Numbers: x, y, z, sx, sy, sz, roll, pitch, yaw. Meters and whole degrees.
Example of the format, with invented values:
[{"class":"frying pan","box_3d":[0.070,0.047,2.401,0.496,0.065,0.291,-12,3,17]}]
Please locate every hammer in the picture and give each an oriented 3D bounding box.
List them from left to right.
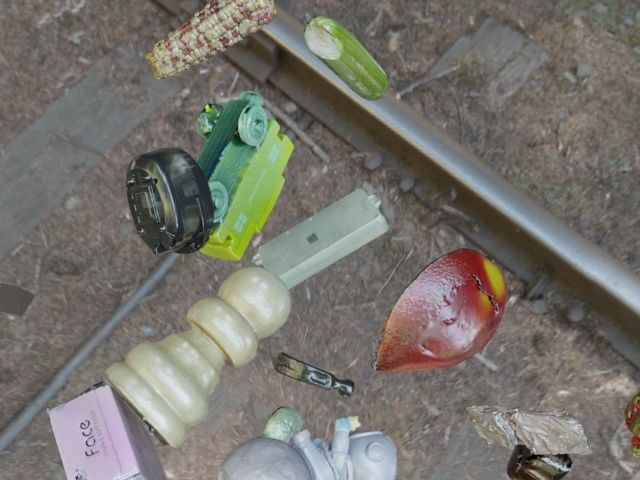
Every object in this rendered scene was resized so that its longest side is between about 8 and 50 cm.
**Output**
[{"class":"hammer","box_3d":[-0.053,0.306,1.693,0.168,0.440,0.044,23,79,-9]}]

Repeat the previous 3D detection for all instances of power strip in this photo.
[{"class":"power strip","box_3d":[0.000,0.000,1.360,0.270,0.046,0.118,-30,40,0]}]

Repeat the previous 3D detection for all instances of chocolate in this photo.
[{"class":"chocolate","box_3d":[0.478,0.482,1.595,0.080,0.148,0.125,29,47,-12]}]

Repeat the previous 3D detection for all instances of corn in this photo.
[{"class":"corn","box_3d":[-0.173,-0.322,1.113,0.237,0.079,0.079,-26,71,21]}]

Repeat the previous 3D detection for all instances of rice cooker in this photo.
[{"class":"rice cooker","box_3d":[-0.229,-0.058,1.084,0.106,0.112,0.165,-15,95,-50]}]

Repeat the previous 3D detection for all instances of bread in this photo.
[{"class":"bread","box_3d":[-0.108,0.487,1.620,0.064,0.172,0.232,13,34,28]}]

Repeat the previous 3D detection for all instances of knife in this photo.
[{"class":"knife","box_3d":[-0.756,0.133,1.685,0.019,0.245,0.072,31,86,16]}]

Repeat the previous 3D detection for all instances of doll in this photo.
[{"class":"doll","box_3d":[-0.006,0.353,1.079,0.287,0.151,0.150,-5,69,-26]}]

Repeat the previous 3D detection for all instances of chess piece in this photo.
[{"class":"chess piece","box_3d":[-0.150,0.138,0.959,0.143,0.142,0.261,40,68,12]}]

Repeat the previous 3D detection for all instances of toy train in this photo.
[{"class":"toy train","box_3d":[-0.227,-0.156,1.822,0.179,0.272,0.442,8,62,33]}]

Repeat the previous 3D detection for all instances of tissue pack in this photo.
[{"class":"tissue pack","box_3d":[-0.287,0.322,1.017,0.093,0.246,0.148,-24,58,-13]}]

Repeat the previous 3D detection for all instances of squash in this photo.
[{"class":"squash","box_3d":[0.049,-0.305,1.217,0.069,0.239,0.069,-12,66,29]}]

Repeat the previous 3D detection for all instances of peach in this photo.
[{"class":"peach","box_3d":[0.200,0.124,1.126,0.279,0.068,0.189,-38,119,-18]}]

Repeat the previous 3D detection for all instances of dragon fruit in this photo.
[{"class":"dragon fruit","box_3d":[0.761,0.404,1.586,0.160,0.172,0.166,-26,57,-35]}]

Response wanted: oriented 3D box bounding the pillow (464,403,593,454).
[{"class":"pillow","box_3d":[0.431,0.400,1.502,0.248,0.135,0.049,-6,37,36]}]
